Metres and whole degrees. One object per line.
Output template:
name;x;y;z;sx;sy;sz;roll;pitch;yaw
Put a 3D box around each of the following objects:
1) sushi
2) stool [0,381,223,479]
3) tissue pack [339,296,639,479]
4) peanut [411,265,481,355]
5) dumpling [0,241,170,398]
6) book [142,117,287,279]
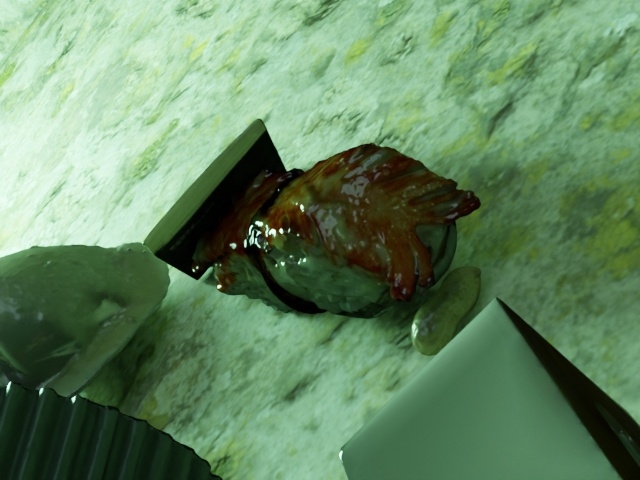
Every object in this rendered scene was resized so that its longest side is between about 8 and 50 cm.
sushi;0.000;0.000;1.010;0.332;0.130;0.124;-12;47;61
stool;-0.234;0.312;0.807;0.297;0.297;0.330;-26;40;34
tissue pack;0.131;0.175;0.609;0.136;0.159;0.246;-44;31;11
peanut;0.101;0.054;0.911;0.083;0.037;0.037;-49;29;-13
dumpling;-0.300;0.101;1.251;0.243;0.175;0.227;-50;35;18
book;-0.098;-0.034;1.153;0.160;0.024;0.228;-48;-8;-3
